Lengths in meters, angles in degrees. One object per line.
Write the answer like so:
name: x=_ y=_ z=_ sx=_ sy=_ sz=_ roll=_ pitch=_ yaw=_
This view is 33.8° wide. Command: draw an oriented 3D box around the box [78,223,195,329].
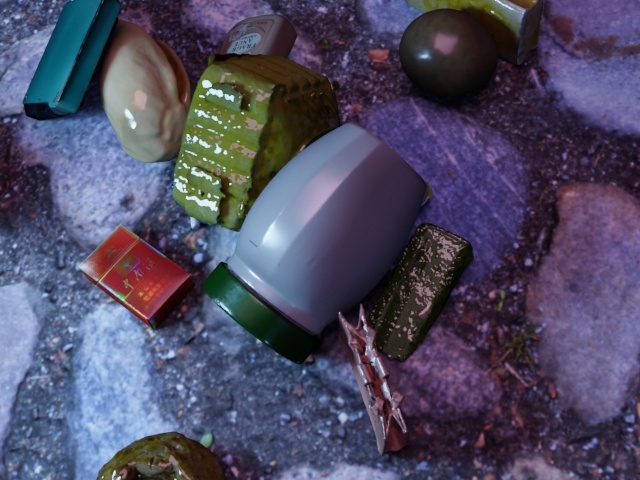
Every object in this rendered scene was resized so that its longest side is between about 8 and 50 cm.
box: x=-0.320 y=0.061 z=1.838 sx=0.175 sy=0.048 sz=0.112 roll=33 pitch=69 yaw=21

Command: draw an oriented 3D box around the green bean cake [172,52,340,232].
green bean cake: x=-0.087 y=-0.163 z=1.823 sx=0.202 sy=0.285 sz=0.310 roll=24 pitch=23 yaw=22

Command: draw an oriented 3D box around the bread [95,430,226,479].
bread: x=-0.247 y=0.402 z=1.603 sx=0.230 sy=0.123 sz=0.230 roll=-1 pitch=60 yaw=2

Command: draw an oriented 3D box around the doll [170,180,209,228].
doll: x=-0.218 y=-0.072 z=1.900 sx=0.143 sy=0.057 sz=0.099 roll=32 pitch=90 yaw=26

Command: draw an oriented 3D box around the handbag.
handbag: x=0.085 y=0.218 z=1.639 sx=0.059 sy=0.157 sz=0.212 roll=-18 pitch=68 yaw=-4

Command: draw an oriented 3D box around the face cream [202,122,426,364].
face cream: x=0.000 y=0.000 z=1.690 sx=0.219 sy=0.312 sz=0.357 roll=38 pitch=90 yaw=19

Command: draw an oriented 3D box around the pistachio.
pistachio: x=-0.329 y=-0.271 z=1.958 sx=0.187 sy=0.187 sz=0.299 roll=-22 pitch=55 yaw=-6

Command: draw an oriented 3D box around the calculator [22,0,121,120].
calculator: x=-0.459 y=-0.343 z=1.958 sx=0.058 sy=0.274 sz=0.248 roll=24 pitch=81 yaw=-29

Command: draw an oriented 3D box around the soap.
soap: x=0.287 y=-0.463 z=1.995 sx=0.274 sy=0.173 sz=0.089 roll=35 pitch=72 yaw=22

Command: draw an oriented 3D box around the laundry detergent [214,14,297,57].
laundry detergent: x=-0.155 y=-0.317 z=2.001 sx=0.171 sy=0.076 sz=0.237 roll=2 pitch=58 yaw=41

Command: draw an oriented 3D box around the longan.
longan: x=0.237 y=-0.351 z=1.955 sx=0.185 sy=0.159 sz=0.204 roll=12 pitch=23 yaw=-6

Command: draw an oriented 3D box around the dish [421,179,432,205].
dish: x=0.131 y=-0.082 z=1.878 sx=0.137 sy=0.039 sz=0.091 roll=9 pitch=57 yaw=10

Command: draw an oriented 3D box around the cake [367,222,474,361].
cake: x=0.165 y=0.092 z=1.783 sx=0.100 sy=0.099 sz=0.235 roll=28 pitch=89 yaw=19
